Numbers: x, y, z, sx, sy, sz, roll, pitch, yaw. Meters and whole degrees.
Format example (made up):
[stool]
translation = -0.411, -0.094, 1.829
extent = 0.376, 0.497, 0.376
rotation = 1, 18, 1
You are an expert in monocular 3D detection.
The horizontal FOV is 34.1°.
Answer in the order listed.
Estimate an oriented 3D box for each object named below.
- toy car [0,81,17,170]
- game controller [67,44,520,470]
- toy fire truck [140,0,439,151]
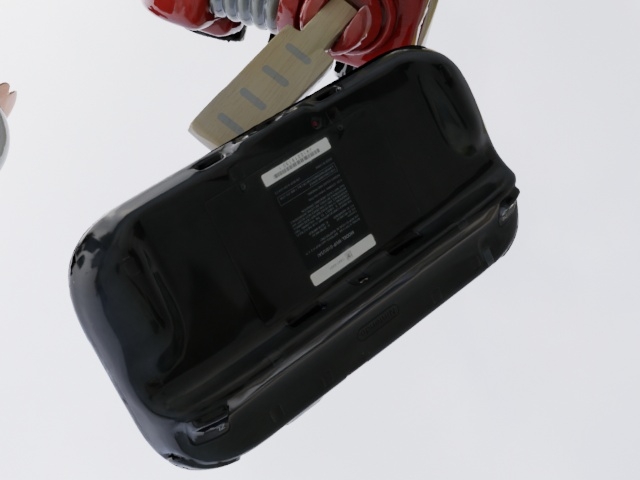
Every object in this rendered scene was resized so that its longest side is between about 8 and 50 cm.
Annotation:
[toy car]
translation = -0.378, -0.071, 0.982
extent = 0.219, 0.210, 0.238
rotation = 45, -134, 11
[game controller]
translation = 0.000, 0.000, 0.662
extent = 0.319, 0.067, 0.166
rotation = -34, -82, -29
[toy fire truck]
translation = -0.046, -0.163, 0.765
extent = 0.246, 0.217, 0.159
rotation = -39, -32, -68
